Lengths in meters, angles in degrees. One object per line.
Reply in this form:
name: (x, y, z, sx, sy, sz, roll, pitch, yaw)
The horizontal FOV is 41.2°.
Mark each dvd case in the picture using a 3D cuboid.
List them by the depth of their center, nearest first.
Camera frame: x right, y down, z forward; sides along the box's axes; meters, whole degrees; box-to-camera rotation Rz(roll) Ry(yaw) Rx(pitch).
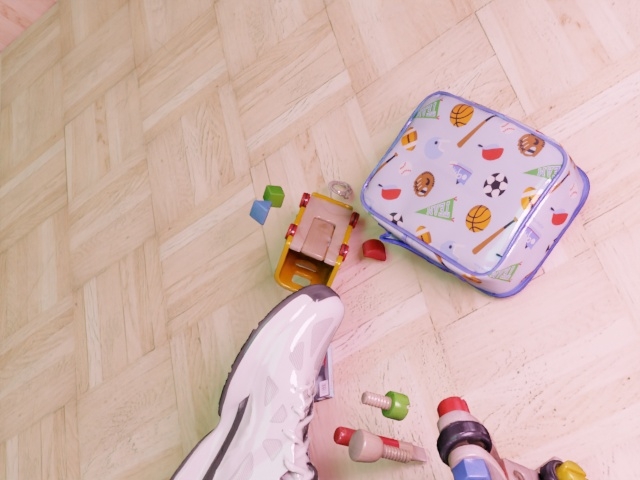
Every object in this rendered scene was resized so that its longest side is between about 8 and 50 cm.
dvd case: (-0.033, 0.218, 1.335, 0.119, 0.013, 0.087, -23, 55, 30)

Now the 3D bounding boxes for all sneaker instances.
sneaker: (-0.029, 0.301, 1.211, 0.257, 0.169, 0.447, 29, 89, 27)

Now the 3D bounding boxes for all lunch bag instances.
lunch bag: (0.207, -0.067, 1.224, 0.303, 0.115, 0.243, 36, 94, 43)

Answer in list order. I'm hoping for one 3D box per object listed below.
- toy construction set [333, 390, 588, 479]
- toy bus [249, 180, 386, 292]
toy construction set: (0.173, 0.308, 1.017, 0.257, 0.237, 0.309, -68, 23, 8)
toy bus: (-0.007, 0.004, 1.359, 0.191, 0.202, 0.104, 51, 133, 36)
